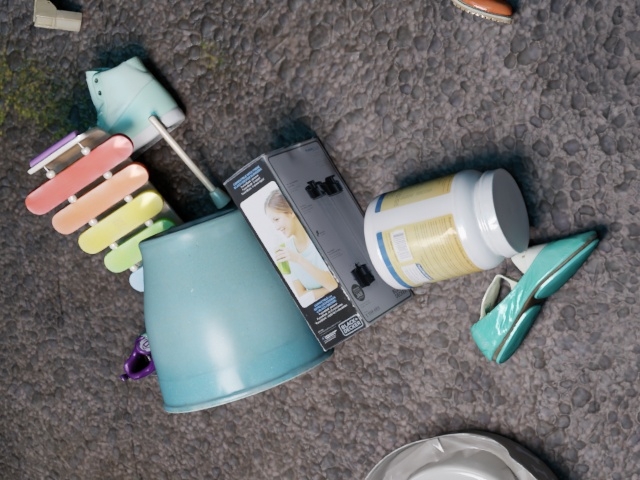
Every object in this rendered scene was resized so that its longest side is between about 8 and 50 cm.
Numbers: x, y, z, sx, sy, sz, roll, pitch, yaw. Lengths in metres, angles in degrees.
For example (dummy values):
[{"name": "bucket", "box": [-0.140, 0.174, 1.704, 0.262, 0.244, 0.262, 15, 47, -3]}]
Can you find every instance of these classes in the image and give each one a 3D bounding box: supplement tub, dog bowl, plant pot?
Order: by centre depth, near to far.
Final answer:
[{"name": "supplement tub", "box": [0.178, -0.018, 1.822, 0.200, 0.144, 0.144, -15, 95, 29]}, {"name": "dog bowl", "box": [0.225, 0.443, 1.932, 0.349, 0.102, 0.348, 6, 104, 26]}, {"name": "plant pot", "box": [-0.148, 0.089, 1.939, 0.272, 0.272, 0.255, -17, 95, 29]}]

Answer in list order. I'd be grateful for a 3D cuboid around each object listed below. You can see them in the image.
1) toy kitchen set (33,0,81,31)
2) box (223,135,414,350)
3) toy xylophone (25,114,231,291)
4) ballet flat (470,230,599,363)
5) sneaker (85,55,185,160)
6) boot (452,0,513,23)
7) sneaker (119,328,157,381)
[{"name": "toy kitchen set", "box": [-0.431, -0.381, 2.120, 0.068, 0.075, 0.083, 124, 148, -62]}, {"name": "box", "box": [0.000, 0.000, 1.908, 0.087, 0.169, 0.290, -33, 87, 32]}, {"name": "toy xylophone", "box": [-0.294, -0.059, 2.028, 0.236, 0.081, 0.323, -39, 111, 21]}, {"name": "ballet flat", "box": [0.289, 0.063, 1.824, 0.087, 0.083, 0.247, 45, 117, 22]}, {"name": "sneaker", "box": [-0.351, -0.192, 2.081, 0.256, 0.094, 0.151, -33, 90, 21]}, {"name": "boot", "box": [0.209, -0.360, 1.778, 0.158, 0.059, 0.084, 36, 111, 16]}, {"name": "sneaker", "box": [-0.246, 0.148, 2.105, 0.083, 0.098, 0.223, 39, 116, 14]}]
